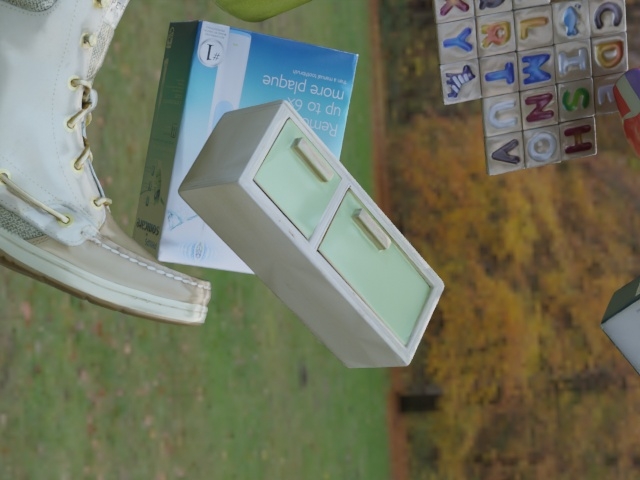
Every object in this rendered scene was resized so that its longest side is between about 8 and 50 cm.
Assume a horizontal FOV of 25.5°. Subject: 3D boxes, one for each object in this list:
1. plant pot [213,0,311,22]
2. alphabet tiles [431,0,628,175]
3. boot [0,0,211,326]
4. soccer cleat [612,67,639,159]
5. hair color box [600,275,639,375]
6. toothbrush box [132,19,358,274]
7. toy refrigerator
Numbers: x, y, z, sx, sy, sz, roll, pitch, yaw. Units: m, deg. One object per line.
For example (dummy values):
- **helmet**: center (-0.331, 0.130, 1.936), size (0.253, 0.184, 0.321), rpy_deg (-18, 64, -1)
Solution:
- **plant pot**: center (0.034, -0.378, 1.373), size (0.275, 0.294, 0.274), rpy_deg (31, 55, -57)
- **alphabet tiles**: center (0.205, -0.186, 1.364), size (0.009, 0.198, 0.237), rpy_deg (-139, -141, -67)
- **boot**: center (-0.161, -0.073, 0.944), size (0.203, 0.262, 0.095), rpy_deg (-65, -176, -7)
- **soccer cleat**: center (0.413, -0.090, 1.398), size (0.108, 0.318, 0.116), rpy_deg (-50, -134, 29)
- **hair color box**: center (0.450, 0.153, 1.367), size (0.347, 0.174, 0.105), rpy_deg (51, 26, -1)
- **toothbrush box**: center (-0.097, -0.110, 1.769), size (0.126, 0.216, 0.295), rpy_deg (-160, -99, -66)
- **toy refrigerator**: center (0.000, 0.000, 1.324), size (0.269, 0.094, 0.102), rpy_deg (48, 54, -30)
